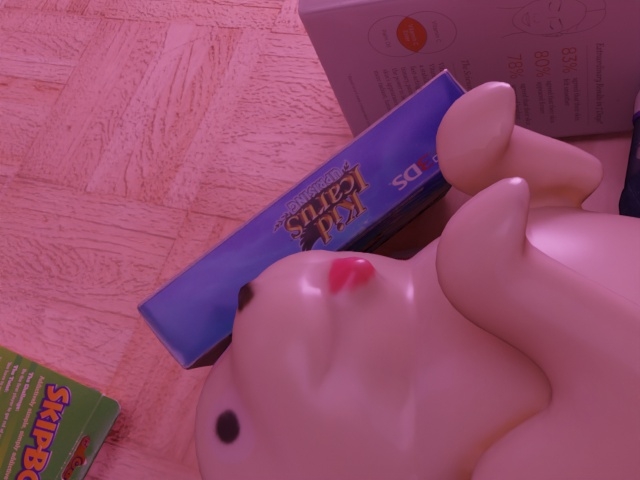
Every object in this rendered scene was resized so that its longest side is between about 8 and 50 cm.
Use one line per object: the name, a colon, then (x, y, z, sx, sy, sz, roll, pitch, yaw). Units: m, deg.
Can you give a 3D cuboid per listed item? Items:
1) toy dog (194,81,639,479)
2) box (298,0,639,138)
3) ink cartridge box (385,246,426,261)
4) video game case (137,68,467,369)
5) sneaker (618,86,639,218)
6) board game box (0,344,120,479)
toy dog: (0.130, 0.095, 0.487, 0.408, 0.395, 0.284, -3, 42, 5)
box: (0.181, -0.215, 0.723, 0.346, 0.215, 0.168, -3, 61, 17)
ink cartridge box: (0.086, 0.038, 0.739, 0.048, 0.028, 0.083, -10, 59, 13)
video game case: (0.000, 0.000, 0.665, 0.270, 0.244, 0.061, -38, 85, -4)
sneaker: (0.398, -0.008, 0.621, 0.323, 0.130, 0.236, 3, 78, 10)
board game box: (-0.315, 0.173, 0.796, 0.260, 0.039, 0.124, 16, 69, 28)
